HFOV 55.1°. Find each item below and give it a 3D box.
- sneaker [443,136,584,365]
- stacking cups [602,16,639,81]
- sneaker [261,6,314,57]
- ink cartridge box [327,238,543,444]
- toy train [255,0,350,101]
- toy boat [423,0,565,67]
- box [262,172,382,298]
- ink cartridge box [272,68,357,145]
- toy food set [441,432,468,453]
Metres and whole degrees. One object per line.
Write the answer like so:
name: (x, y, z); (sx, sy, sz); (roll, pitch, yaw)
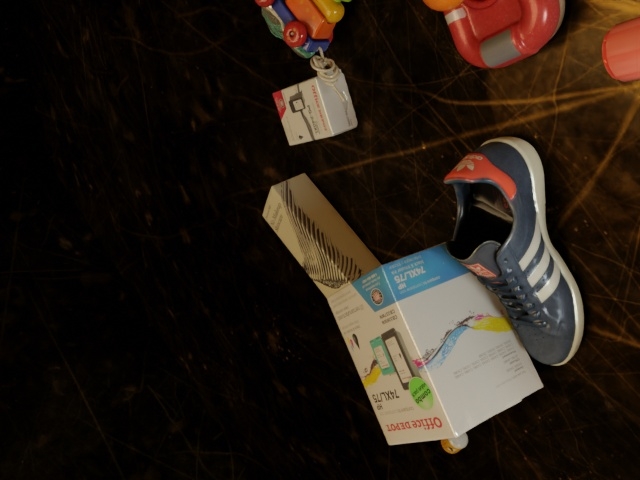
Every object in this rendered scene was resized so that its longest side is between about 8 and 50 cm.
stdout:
sneaker: (0.260, 0.037, 0.873); (0.131, 0.148, 0.350); (-7, 107, 57)
stacking cups: (0.406, -0.205, 0.541); (0.316, 0.096, 0.096); (0, 112, 55)
sneaker: (-0.059, -0.394, 1.126); (0.166, 0.065, 0.076); (59, 164, 14)
ink cartridge box: (0.179, 0.164, 1.005); (0.198, 0.197, 0.270); (-40, 71, 57)
toy train: (0.014, -0.370, 1.000); (0.143, 0.105, 0.248); (-41, 82, 36)
toy boat: (0.178, -0.318, 0.736); (0.151, 0.151, 0.231); (-12, 102, 57)
box: (0.000, 0.000, 1.272); (0.275, 0.094, 0.113); (50, 145, 20)
ink cartridge box: (-0.012, -0.245, 1.144); (0.150, 0.063, 0.109); (0, 112, 55)
toy food set: (0.212, 0.269, 1.140); (0.232, 0.111, 0.104); (52, 147, 22)
